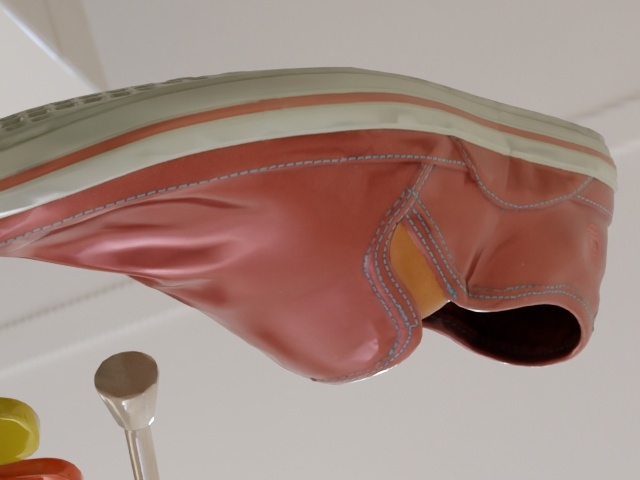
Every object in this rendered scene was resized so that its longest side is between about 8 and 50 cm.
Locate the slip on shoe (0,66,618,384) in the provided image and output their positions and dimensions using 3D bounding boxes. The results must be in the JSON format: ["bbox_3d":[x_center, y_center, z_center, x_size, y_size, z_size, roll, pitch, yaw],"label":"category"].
[{"bbox_3d":[0.000,0.000,0.647,0.123,0.331,0.101,-10,-100,40],"label":"slip on shoe"}]

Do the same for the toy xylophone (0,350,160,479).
[{"bbox_3d":[-0.184,0.115,0.866,0.236,0.323,0.081,-2,-134,-4],"label":"toy xylophone"}]
